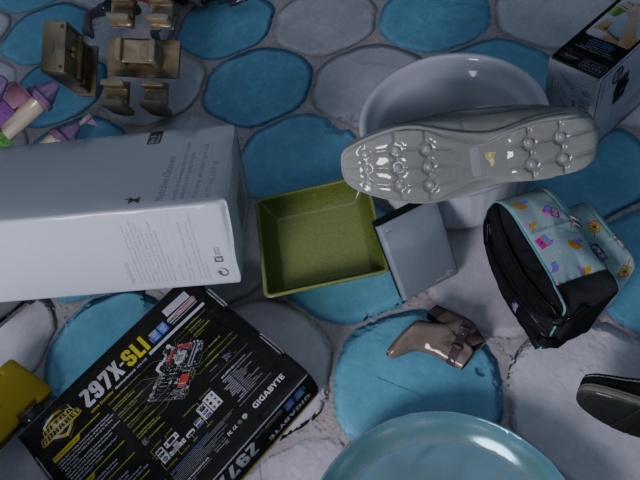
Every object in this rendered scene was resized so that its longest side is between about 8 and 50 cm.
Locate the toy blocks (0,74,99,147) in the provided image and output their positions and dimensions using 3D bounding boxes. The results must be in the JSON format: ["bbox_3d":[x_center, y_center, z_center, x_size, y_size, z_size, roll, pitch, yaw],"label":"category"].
[{"bbox_3d":[-0.580,-0.215,1.064,0.309,0.288,0.260,35,76,31],"label":"toy blocks"}]

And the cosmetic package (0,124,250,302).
[{"bbox_3d":[-0.309,-0.043,0.898,0.385,0.156,0.217,-5,39,0],"label":"cosmetic package"}]

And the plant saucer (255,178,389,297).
[{"bbox_3d":[0.000,0.000,0.940,0.189,0.045,0.188,-12,56,4],"label":"plant saucer"}]

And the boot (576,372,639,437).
[{"bbox_3d":[0.436,0.151,0.723,0.237,0.085,0.178,12,58,12],"label":"boot"}]

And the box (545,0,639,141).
[{"bbox_3d":[0.484,-0.290,0.954,0.290,0.169,0.087,-40,56,-13],"label":"box"}]

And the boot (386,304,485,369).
[{"bbox_3d":[0.160,0.143,0.814,0.118,0.042,0.087,-40,60,-14],"label":"boot"}]

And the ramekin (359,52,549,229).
[{"bbox_3d":[0.205,-0.150,0.940,0.278,0.135,0.277,-6,56,8],"label":"ramekin"}]

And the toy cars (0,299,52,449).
[{"bbox_3d":[-0.502,0.184,0.896,0.177,0.087,0.393,8,47,-32],"label":"toy cars"}]

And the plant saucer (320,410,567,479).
[{"bbox_3d":[0.137,0.346,0.665,0.318,0.043,0.317,-7,48,8],"label":"plant saucer"}]

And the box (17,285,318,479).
[{"bbox_3d":[-0.202,0.234,0.811,0.257,0.079,0.322,33,69,31],"label":"box"}]

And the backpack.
[{"bbox_3d":[0.299,0.023,0.786,0.145,0.165,0.188,-26,59,-7],"label":"backpack"}]

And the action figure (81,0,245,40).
[{"bbox_3d":[-0.331,-0.570,1.314,0.342,0.178,0.330,13,71,23],"label":"action figure"}]

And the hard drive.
[{"bbox_3d":[0.136,0.011,0.852,0.094,0.135,0.022,-27,31,-6],"label":"hard drive"}]

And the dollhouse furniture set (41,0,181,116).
[{"bbox_3d":[-0.394,-0.355,1.190,0.242,0.161,0.212,3,89,1],"label":"dollhouse furniture set"}]

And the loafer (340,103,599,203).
[{"bbox_3d":[0.188,-0.117,0.788,0.320,0.111,0.111,-3,21,11],"label":"loafer"}]
